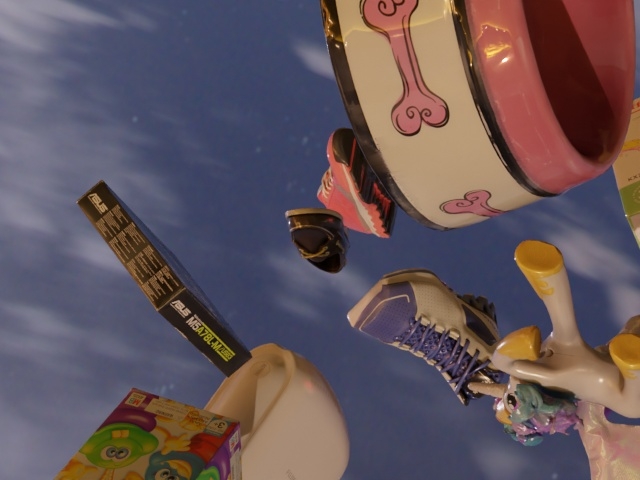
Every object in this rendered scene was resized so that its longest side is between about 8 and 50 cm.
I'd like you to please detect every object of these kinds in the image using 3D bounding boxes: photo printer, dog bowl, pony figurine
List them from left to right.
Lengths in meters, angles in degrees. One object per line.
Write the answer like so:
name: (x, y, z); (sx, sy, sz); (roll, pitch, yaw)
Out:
photo printer: (-0.083, 0.300, 1.664); (0.107, 0.256, 0.308); (20, -118, 34)
dog bowl: (0.156, -0.216, 1.120); (0.150, 0.408, 0.408); (-4, -165, 29)
pony figurine: (0.351, 0.164, 1.502); (0.350, 0.363, 0.303); (15, -118, 10)

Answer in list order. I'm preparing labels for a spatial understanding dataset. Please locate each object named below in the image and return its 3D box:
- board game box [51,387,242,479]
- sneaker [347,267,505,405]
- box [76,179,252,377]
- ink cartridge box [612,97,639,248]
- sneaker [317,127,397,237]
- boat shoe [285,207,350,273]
board game box: (-0.205, 0.307, 1.363); (0.142, 0.144, 0.275); (14, -144, 20)
sneaker: (0.212, 0.164, 2.108); (0.315, 0.127, 0.182); (17, -146, -40)
box: (-0.170, 0.044, 1.420); (0.191, 0.045, 0.184); (48, 175, 36)
ink cartridge box: (0.561, -0.139, 2.015); (0.119, 0.207, 0.353); (57, -159, -32)
sneaker: (0.046, -0.099, 2.471); (0.136, 0.314, 0.116); (1, -121, 21)
boat shoe: (0.000, 0.000, 1.977); (0.081, 0.069, 0.228); (-2, 168, 14)
